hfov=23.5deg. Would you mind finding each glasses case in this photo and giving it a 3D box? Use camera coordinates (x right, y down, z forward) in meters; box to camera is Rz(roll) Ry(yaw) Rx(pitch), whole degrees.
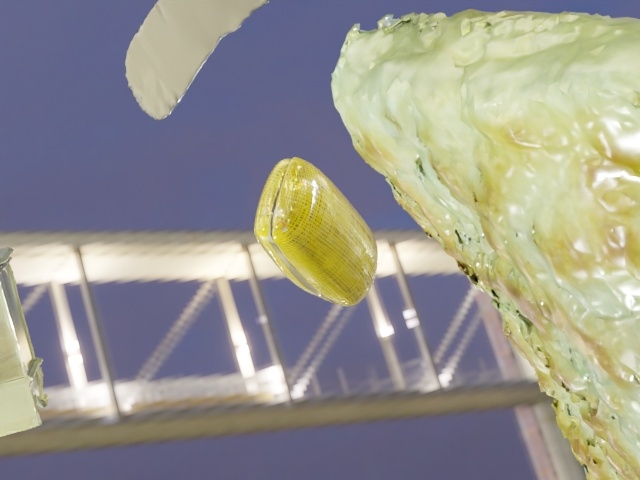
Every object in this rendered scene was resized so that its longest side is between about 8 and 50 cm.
[{"bbox_3d":[0.000,0.000,1.267,0.064,0.079,0.234,10,-13,18],"label":"glasses case"}]

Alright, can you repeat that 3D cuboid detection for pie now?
[{"bbox_3d":[0.194,0.034,0.755,0.180,0.418,0.395,-50,15,-16],"label":"pie"}]

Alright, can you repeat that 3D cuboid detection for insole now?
[{"bbox_3d":[-0.085,-0.212,1.277,0.007,0.109,0.322,-15,-23,-41],"label":"insole"}]

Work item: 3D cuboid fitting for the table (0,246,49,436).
[{"bbox_3d":[-0.179,0.055,0.747,0.079,0.083,0.062,-15,7,-5],"label":"table"}]
